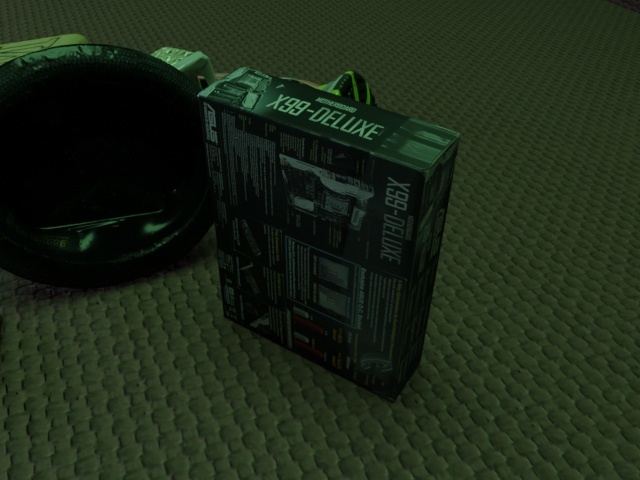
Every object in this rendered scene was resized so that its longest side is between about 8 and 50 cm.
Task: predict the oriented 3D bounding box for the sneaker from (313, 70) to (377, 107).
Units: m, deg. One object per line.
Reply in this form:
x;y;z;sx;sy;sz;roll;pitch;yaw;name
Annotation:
-0.035;-0.117;0.999;0.147;0.145;0.384;-9;33;38;sneaker

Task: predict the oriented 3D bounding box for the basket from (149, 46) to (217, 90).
-0.249;-0.212;0.983;0.103;0.113;0.167;27;56;36;basket

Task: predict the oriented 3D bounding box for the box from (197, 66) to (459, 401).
0.000;0.000;0.670;0.242;0.307;0.076;22;43;25;box

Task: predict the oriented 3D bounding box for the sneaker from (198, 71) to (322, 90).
-0.094;-0.277;1.209;0.314;0.116;0.136;11;33;9;sneaker

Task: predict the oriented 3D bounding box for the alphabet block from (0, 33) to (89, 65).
-0.442;-0.178;0.958;0.193;0.192;0.197;-4;37;7;alphabet block

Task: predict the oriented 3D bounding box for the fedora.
-0.292;-0.101;0.818;0.334;0.334;0.152;-15;27;-24;fedora
